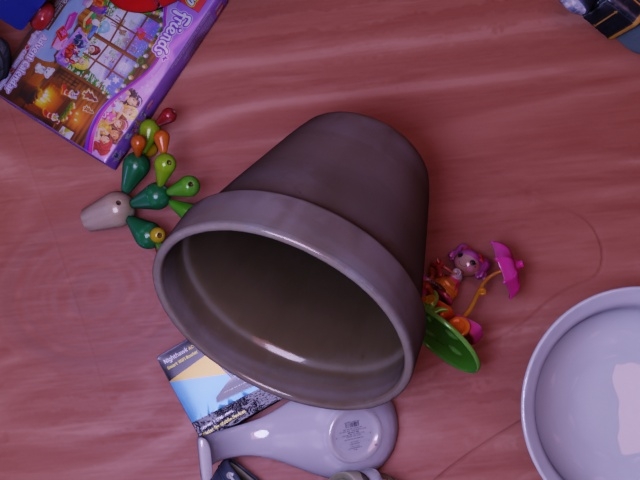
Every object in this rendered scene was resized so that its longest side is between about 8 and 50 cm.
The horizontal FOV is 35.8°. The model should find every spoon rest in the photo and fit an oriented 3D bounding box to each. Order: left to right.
[{"bbox_3d":[-0.029,0.252,1.282,0.276,0.084,0.137,-5,92,-20],"label":"spoon rest"}]

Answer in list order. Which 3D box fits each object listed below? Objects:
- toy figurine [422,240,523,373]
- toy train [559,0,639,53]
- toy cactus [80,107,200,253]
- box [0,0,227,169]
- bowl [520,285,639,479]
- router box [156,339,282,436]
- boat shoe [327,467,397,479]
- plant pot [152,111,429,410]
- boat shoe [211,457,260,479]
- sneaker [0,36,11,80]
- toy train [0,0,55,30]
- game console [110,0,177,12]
[{"bbox_3d":[0.187,0.062,1.309,0.173,0.130,0.159,33,70,31],"label":"toy figurine"},{"bbox_3d":[0.465,-0.412,1.334,0.190,0.142,0.334,40,84,-5],"label":"toy train"},{"bbox_3d":[-0.239,-0.057,1.351,0.181,0.112,0.219,-17,84,20],"label":"toy cactus"},{"bbox_3d":[-0.294,-0.274,1.390,0.201,0.057,0.293,32,85,7],"label":"box"},{"bbox_3d":[0.392,0.211,1.249,0.298,0.134,0.297,-1,82,4],"label":"bowl"},{"bbox_3d":[-0.108,0.169,1.327,0.179,0.046,0.133,-30,82,-1],"label":"router box"},{"bbox_3d":[0.103,0.420,1.204,0.113,0.103,0.302,-39,58,39],"label":"boat shoe"},{"bbox_3d":[0.000,0.000,1.213,0.323,0.323,0.280,22,52,6],"label":"plant pot"},{"bbox_3d":[-0.037,0.373,1.275,0.255,0.095,0.079,32,97,16],"label":"boat shoe"},{"bbox_3d":[-0.601,-0.349,1.379,0.202,0.185,0.483,-24,66,-41],"label":"sneaker"},{"bbox_3d":[-0.350,-0.408,1.314,0.105,0.143,0.248,31,123,-30],"label":"toy train"},{"bbox_3d":[-0.170,-0.507,1.357,0.342,0.060,0.386,-21,64,1],"label":"game console"}]
